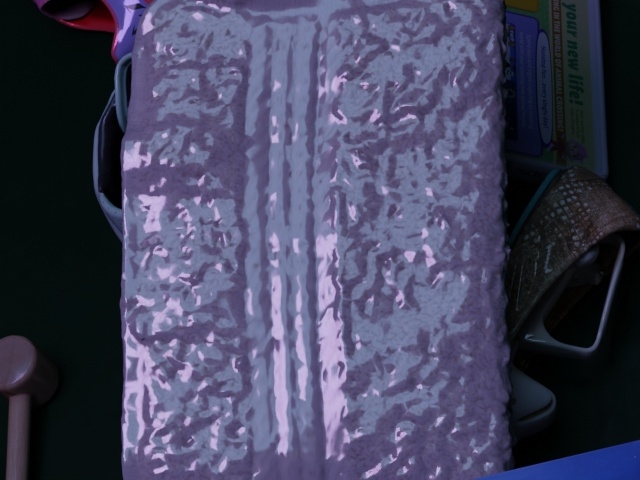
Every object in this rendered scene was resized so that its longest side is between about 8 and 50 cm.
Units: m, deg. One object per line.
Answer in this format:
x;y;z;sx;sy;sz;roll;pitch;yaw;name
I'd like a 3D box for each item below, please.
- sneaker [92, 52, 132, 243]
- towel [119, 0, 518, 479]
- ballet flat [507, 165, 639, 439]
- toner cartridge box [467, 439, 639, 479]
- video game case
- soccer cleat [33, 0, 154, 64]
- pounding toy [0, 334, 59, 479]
-0.045;-0.085;1.093;0.094;0.151;0.256;2;58;24;sneaker
0.000;0.000;0.953;0.187;0.049;0.282;-3;76;6;towel
0.099;0.053;0.994;0.067;0.073;0.206;28;74;20;ballet flat
0.004;0.210;0.881;0.348;0.075;0.165;-17;50;24;toner cartridge box
0.062;-0.133;1.098;0.193;0.023;0.212;11;55;-12;video game case
-0.173;-0.190;1.269;0.248;0.083;0.095;31;77;33;soccer cleat
-0.235;0.117;1.069;0.181;0.094;0.206;33;75;36;pounding toy
